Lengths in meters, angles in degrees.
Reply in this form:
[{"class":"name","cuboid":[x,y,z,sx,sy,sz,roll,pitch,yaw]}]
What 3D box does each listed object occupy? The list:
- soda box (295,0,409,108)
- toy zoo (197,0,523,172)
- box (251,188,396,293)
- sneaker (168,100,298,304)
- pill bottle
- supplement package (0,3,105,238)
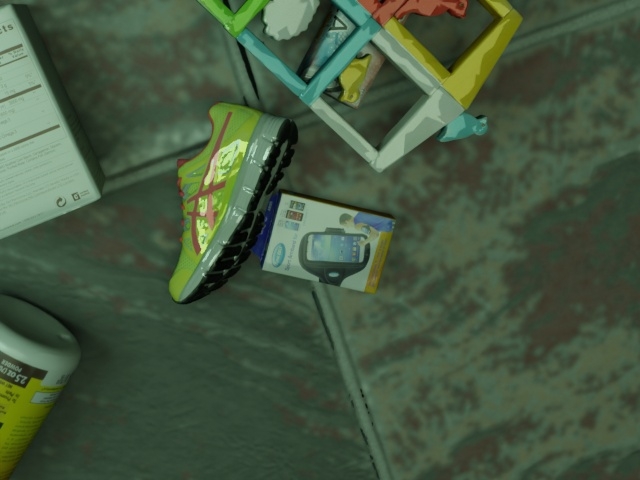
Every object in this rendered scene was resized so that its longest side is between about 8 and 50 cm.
[{"class":"soda box","cuboid":[0.048,-0.218,0.917,0.063,0.058,0.183,27,97,-15]},{"class":"toy zoo","cuboid":[0.044,-0.197,0.874,0.293,0.030,0.192,41,94,-14]},{"class":"box","cuboid":[0.000,0.000,0.977,0.136,0.028,0.081,12,101,-14]},{"class":"sneaker","cuboid":[-0.102,-0.038,0.932,0.094,0.081,0.208,29,102,13]},{"class":"pill bottle","cuboid":[-0.324,0.164,0.914,0.117,0.117,0.215,30,97,-15]},{"class":"supplement package","cuboid":[-0.275,-0.107,0.864,0.105,0.105,0.179,-23,105,-4]}]
